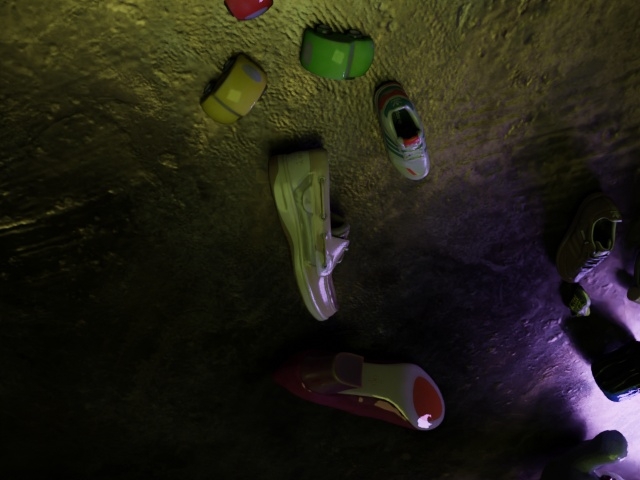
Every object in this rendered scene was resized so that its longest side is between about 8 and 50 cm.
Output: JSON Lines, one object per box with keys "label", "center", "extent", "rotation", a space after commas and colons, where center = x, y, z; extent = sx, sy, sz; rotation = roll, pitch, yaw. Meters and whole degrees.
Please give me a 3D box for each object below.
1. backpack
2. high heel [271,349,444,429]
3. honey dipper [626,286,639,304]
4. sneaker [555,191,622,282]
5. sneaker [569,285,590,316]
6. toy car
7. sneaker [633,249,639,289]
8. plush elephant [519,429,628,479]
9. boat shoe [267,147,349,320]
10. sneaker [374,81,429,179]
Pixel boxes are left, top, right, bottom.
{"label": "backpack", "center": [0.646, 0.289, 1.183], "extent": [0.120, 0.098, 0.101], "rotation": [-29, 129, 12]}
{"label": "high heel", "center": [0.089, 0.300, 1.131], "extent": [0.181, 0.127, 0.377], "rotation": [-19, 138, 43]}
{"label": "honey dipper", "center": [0.669, 0.128, 1.107], "extent": [0.161, 0.030, 0.030], "rotation": [21, 121, -24]}
{"label": "sneaker", "center": [0.459, 0.012, 0.961], "extent": [0.066, 0.071, 0.188], "rotation": [-5, 127, -5]}
{"label": "sneaker", "center": [0.496, 0.121, 1.074], "extent": [0.035, 0.031, 0.083], "rotation": [-21, 127, 8]}
{"label": "toy car", "center": [-0.037, -0.242, 0.705], "extent": [0.225, 0.053, 0.239], "rotation": [4, 126, -11]}
{"label": "sneaker", "center": [0.638, 0.029, 0.966], "extent": [0.087, 0.130, 0.227], "rotation": [9, 127, -13]}
{"label": "plush elephant", "center": [0.685, 0.647, 1.365], "extent": [0.255, 0.272, 0.330], "rotation": [24, 150, -9]}
{"label": "boat shoe", "center": [0.000, 0.000, 0.865], "extent": [0.098, 0.109, 0.302], "rotation": [-12, 122, 2]}
{"label": "sneaker", "center": [0.121, -0.140, 0.793], "extent": [0.057, 0.075, 0.161], "rotation": [-20, 127, 7]}
